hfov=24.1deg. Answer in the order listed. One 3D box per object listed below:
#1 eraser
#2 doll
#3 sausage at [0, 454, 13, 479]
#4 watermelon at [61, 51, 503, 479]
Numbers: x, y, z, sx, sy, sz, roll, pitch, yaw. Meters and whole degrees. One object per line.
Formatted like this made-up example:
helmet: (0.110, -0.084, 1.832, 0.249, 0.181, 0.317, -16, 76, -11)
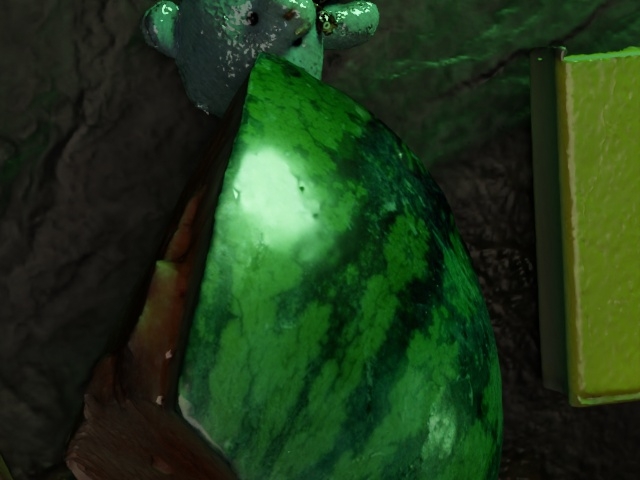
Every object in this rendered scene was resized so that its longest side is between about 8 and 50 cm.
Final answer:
eraser: (0.213, -0.013, 0.923, 0.158, 0.069, 0.226, -6, 101, -13)
doll: (-0.011, -0.142, 0.861, 0.120, 0.075, 0.180, 41, 91, -17)
sausage: (-0.196, 0.151, 0.903, 0.026, 0.026, 0.116, -23, 103, -5)
watermelon: (-0.004, 0.119, 0.811, 0.292, 0.222, 0.319, 35, 104, -12)
